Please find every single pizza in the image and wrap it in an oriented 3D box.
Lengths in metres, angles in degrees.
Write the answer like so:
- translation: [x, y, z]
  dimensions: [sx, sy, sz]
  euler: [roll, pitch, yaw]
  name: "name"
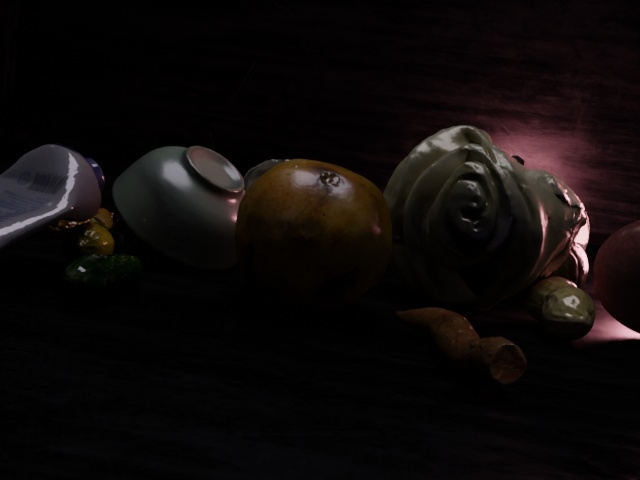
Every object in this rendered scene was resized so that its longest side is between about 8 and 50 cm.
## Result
- translation: [-0.587, -0.058, 1.406]
  dimensions: [0.335, 0.086, 0.226]
  euler: [17, 10, 42]
  name: "pizza"

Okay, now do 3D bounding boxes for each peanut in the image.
- translation: [0.410, 0.113, 1.098]
  dimensions: [0.098, 0.090, 0.214]
  euler: [20, 7, 4]
  name: "peanut"

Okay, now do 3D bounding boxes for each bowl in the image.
- translation: [-0.241, -0.091, 1.257]
  dimensions: [0.289, 0.146, 0.289]
  euler: [33, 24, -16]
  name: "bowl"

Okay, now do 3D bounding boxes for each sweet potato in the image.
- translation: [0.176, 0.130, 0.846]
  dimensions: [0.067, 0.059, 0.281]
  euler: [-29, 9, -6]
  name: "sweet potato"

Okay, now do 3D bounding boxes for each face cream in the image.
- translation: [-0.505, -0.037, 0.964]
  dimensions: [0.234, 0.137, 0.420]
  euler: [12, 29, 30]
  name: "face cream"

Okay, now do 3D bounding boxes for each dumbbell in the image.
- translation: [-0.303, -0.016, 1.330]
  dimensions: [0.254, 0.110, 0.110]
  euler: [9, 5, -38]
  name: "dumbbell"

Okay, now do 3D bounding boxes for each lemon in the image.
- translation: [-0.394, 0.010, 1.090]
  dimensions: [0.082, 0.082, 0.111]
  euler: [7, 7, -3]
  name: "lemon"

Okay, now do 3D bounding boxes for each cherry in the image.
- translation: [0.628, 0.060, 1.120]
  dimensions: [0.261, 0.221, 0.307]
  euler: [11, -25, -2]
  name: "cherry"

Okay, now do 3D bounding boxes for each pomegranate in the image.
- translation: [-0.010, -0.007, 1.027]
  dimensions: [0.260, 0.261, 0.260]
  euler: [8, 7, -1]
  name: "pomegranate"

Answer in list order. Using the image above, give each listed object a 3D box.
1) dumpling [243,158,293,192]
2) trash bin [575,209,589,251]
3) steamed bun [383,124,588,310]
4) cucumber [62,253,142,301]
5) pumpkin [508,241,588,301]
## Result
- translation: [-0.086, -0.090, 1.632]
  dimensions: [0.243, 0.227, 0.175]
  euler: [14, 8, -13]
  name: "dumpling"
- translation: [0.441, -0.040, 1.628]
  dimensions: [0.431, 0.281, 0.280]
  euler: [7, 7, -30]
  name: "trash bin"
- translation: [0.273, -0.038, 1.170]
  dimensions: [0.393, 0.347, 0.237]
  euler: [-9, 7, 21]
  name: "steamed bun"
- translation: [-0.314, 0.049, 0.947]
  dimensions: [0.069, 0.069, 0.227]
  euler: [8, 4, 4]
  name: "cucumber"
- translation: [0.455, 0.050, 1.381]
  dimensions: [0.223, 0.157, 0.224]
  euler: [-4, 9, 1]
  name: "pumpkin"
